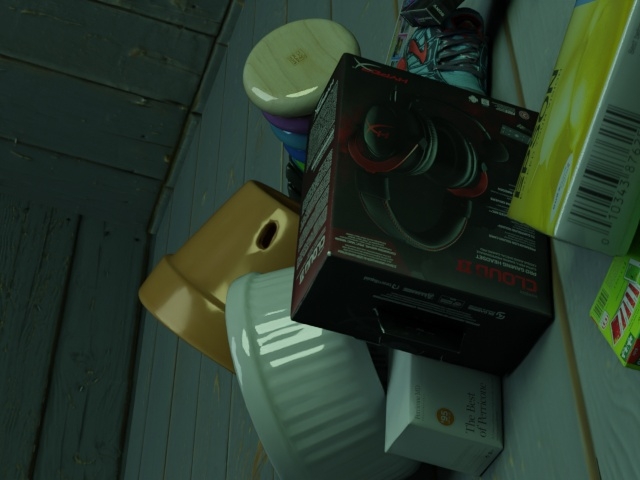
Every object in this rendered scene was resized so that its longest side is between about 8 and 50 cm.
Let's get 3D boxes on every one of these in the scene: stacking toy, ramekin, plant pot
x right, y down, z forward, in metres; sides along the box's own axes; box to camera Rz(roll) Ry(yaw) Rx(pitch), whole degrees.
[{"bbox_3d":[0.023,-0.112,1.788,0.330,0.141,0.141,63,-154,-49],"label":"stacking toy"},{"bbox_3d":[0.015,0.144,1.501,0.273,0.127,0.272,-21,-90,-79],"label":"ramekin"},{"bbox_3d":[-0.059,0.057,1.889,0.203,0.291,0.291,-57,15,5],"label":"plant pot"}]

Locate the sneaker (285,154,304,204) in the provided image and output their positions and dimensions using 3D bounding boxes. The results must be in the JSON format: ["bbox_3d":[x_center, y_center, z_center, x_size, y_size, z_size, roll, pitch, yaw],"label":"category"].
[{"bbox_3d":[0.000,0.000,2.091,0.140,0.125,0.340,-28,-43,-68],"label":"sneaker"}]

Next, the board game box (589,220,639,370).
[{"bbox_3d":[0.259,-0.002,1.059,0.092,0.043,0.181,-108,35,-67],"label":"board game box"}]

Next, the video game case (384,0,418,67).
[{"bbox_3d":[0.123,-0.278,2.033,0.143,0.019,0.157,-148,73,-77],"label":"video game case"}]

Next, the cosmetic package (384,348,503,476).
[{"bbox_3d":[0.119,0.103,1.414,0.060,0.099,0.239,118,161,-46],"label":"cosmetic package"}]

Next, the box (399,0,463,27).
[{"bbox_3d":[0.169,-0.309,1.680,0.162,0.029,0.116,-43,13,-4],"label":"box"}]

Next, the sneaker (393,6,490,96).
[{"bbox_3d":[0.142,-0.209,1.682,0.262,0.104,0.125,-112,42,-69],"label":"sneaker"}]

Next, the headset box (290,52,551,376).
[{"bbox_3d":[0.096,-0.015,1.382,0.110,0.218,0.293,119,162,-47],"label":"headset box"}]

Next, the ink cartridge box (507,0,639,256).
[{"bbox_3d":[0.234,-0.148,1.195,0.307,0.072,0.303,-132,59,-83],"label":"ink cartridge box"}]
